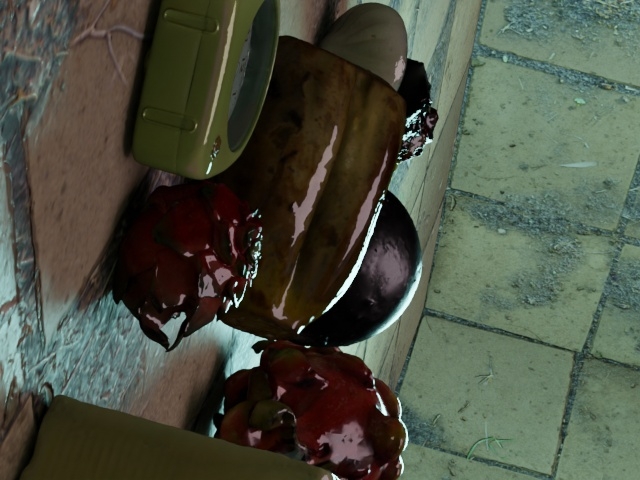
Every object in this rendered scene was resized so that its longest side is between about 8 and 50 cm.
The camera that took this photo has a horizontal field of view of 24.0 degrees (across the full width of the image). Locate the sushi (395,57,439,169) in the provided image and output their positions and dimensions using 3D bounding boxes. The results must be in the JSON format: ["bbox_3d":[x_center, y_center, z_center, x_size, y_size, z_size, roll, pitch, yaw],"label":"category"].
[{"bbox_3d":[0.081,-0.167,1.987,0.150,0.153,0.172,63,18,-47],"label":"sushi"}]

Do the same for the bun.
[{"bbox_3d":[0.039,-0.226,1.832,0.138,0.094,0.138,-33,-128,54],"label":"bun"}]

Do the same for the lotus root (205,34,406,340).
[{"bbox_3d":[-0.028,-0.049,1.432,0.193,0.193,0.291,27,81,-81],"label":"lotus root"}]

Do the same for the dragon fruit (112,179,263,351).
[{"bbox_3d":[-0.107,0.018,1.244,0.142,0.121,0.130,-47,131,-12],"label":"dragon fruit"}]

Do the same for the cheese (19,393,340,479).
[{"bbox_3d":[-0.128,0.276,1.127,0.124,0.243,0.265,55,50,-67],"label":"cheese"}]

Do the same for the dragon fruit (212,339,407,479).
[{"bbox_3d":[-0.029,0.233,1.793,0.307,0.243,0.227,9,87,-39],"label":"dragon fruit"}]

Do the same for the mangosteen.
[{"bbox_3d":[0.000,0.000,1.684,0.250,0.211,0.211,-114,-152,-53],"label":"mangosteen"}]

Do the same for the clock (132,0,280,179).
[{"bbox_3d":[-0.085,-0.145,1.250,0.232,0.069,0.170,-41,145,-77],"label":"clock"}]
